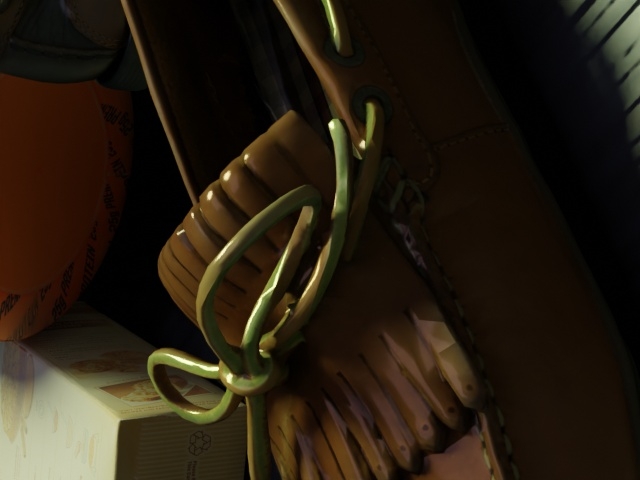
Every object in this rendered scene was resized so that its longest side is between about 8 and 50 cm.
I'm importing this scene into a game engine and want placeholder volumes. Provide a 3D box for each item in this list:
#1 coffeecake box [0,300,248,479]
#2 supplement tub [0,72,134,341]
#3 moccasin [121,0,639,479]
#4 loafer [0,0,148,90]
[{"bbox_3d":[-0.112,0.122,0.811,0.185,0.068,0.142,24,112,55],"label":"coffeecake box"},{"bbox_3d":[-0.278,-0.064,0.831,0.338,0.207,0.207,12,105,24],"label":"supplement tub"},{"bbox_3d":[0.002,-0.001,0.542,0.139,0.147,0.380,-38,60,53],"label":"moccasin"},{"bbox_3d":[-0.105,-0.196,0.672,0.096,0.084,0.267,169,100,-65],"label":"loafer"}]
